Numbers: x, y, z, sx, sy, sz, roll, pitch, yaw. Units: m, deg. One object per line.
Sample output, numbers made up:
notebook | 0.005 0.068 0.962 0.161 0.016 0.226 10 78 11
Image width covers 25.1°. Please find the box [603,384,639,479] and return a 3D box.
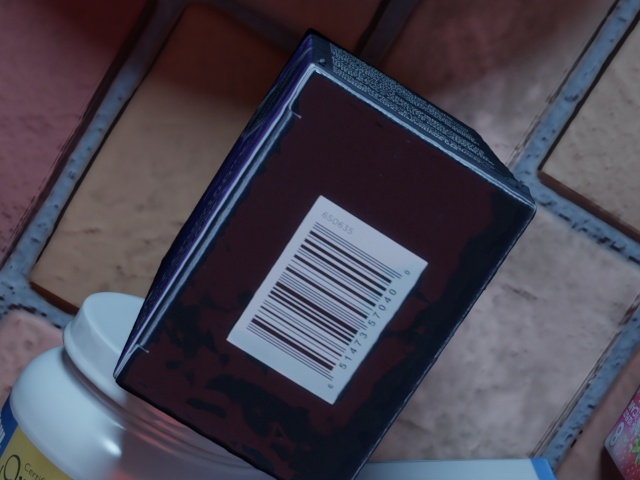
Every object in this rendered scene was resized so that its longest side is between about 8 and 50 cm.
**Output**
box | 0.249 0.113 0.633 0.142 0.300 0.154 29 100 -7

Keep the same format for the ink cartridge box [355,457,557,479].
ink cartridge box | 0.068 0.290 0.708 0.129 0.223 0.307 -2 103 -1

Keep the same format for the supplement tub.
supplement tub | -0.107 0.141 0.712 0.144 0.144 0.199 28 100 -7

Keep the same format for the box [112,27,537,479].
box | 0.000 0.000 0.651 0.108 0.207 0.153 32 99 -7
